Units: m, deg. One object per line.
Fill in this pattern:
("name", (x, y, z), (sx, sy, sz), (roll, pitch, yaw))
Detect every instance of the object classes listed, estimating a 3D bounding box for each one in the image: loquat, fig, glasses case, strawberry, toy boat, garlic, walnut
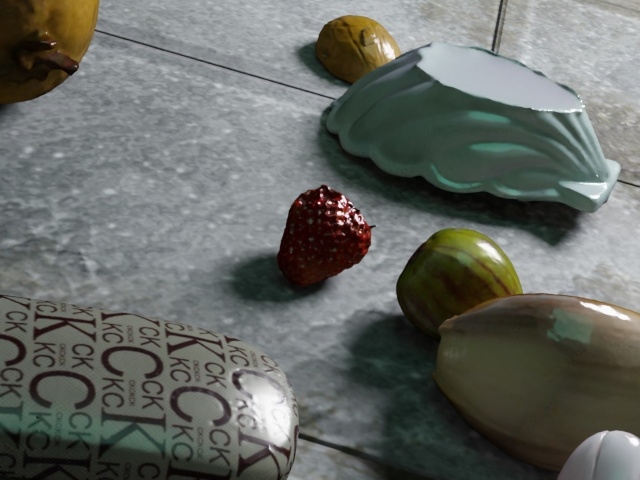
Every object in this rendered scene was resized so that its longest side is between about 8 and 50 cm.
("loquat", (-0.292, -0.232, 1.082), (0.193, 0.238, 0.238), (-15, 41, -13))
("fig", (0.141, 0.049, 0.954), (0.166, 0.093, 0.093), (24, 34, 12))
("glasses case", (-0.188, 0.097, 0.757), (0.355, 0.085, 0.137), (8, 35, -10))
("strawberry", (0.000, 0.000, 0.993), (0.073, 0.073, 0.083), (25, 49, 15))
("toy boat", (0.149, -0.118, 1.193), (0.290, 0.100, 0.199), (23, 35, 15))
("garlic", (0.190, 0.109, 0.882), (0.207, 0.128, 0.115), (13, 57, -15))
("walnut", (0.047, -0.211, 1.331), (0.091, 0.052, 0.121), (-5, 40, -31))

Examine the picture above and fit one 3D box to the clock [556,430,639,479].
("clock", (0.072, 0.267, 0.405), (0.251, 0.368, 0.377), (-15, 16, 31))
